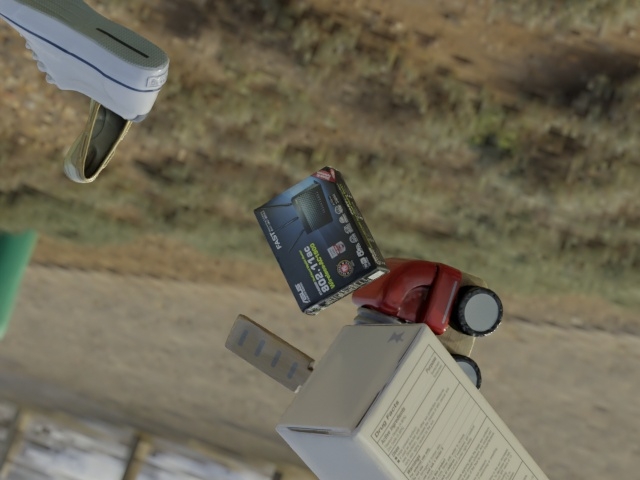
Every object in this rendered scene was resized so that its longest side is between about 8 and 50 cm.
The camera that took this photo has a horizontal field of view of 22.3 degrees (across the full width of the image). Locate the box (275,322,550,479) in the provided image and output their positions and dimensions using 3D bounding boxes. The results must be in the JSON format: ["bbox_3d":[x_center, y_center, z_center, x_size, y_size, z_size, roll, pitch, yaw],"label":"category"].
[{"bbox_3d":[0.113,0.235,1.611,0.121,0.148,0.311,-4,132,50],"label":"box"}]

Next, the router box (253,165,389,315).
[{"bbox_3d":[0.000,0.000,1.624,0.092,0.122,0.038,-31,163,17],"label":"router box"}]

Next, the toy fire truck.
[{"bbox_3d":[0.043,0.111,1.815,0.246,0.217,0.158,21,175,-23],"label":"toy fire truck"}]

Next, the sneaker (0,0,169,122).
[{"bbox_3d":[-0.286,-0.215,1.784,0.258,0.094,0.091,35,125,16],"label":"sneaker"}]

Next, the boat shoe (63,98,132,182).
[{"bbox_3d":[-0.248,-0.136,1.900,0.056,0.153,0.048,34,169,-27],"label":"boat shoe"}]
